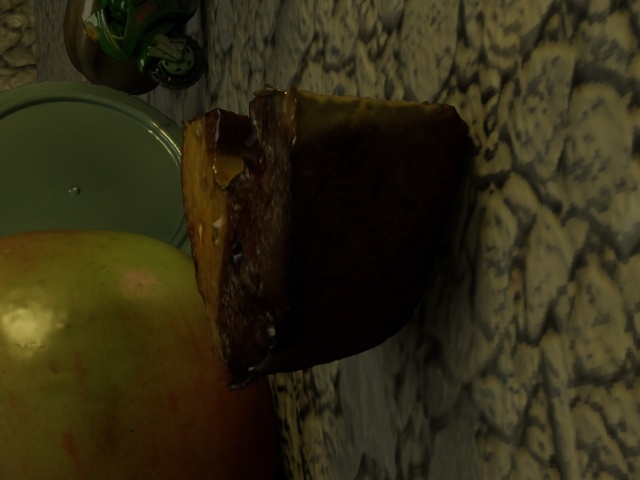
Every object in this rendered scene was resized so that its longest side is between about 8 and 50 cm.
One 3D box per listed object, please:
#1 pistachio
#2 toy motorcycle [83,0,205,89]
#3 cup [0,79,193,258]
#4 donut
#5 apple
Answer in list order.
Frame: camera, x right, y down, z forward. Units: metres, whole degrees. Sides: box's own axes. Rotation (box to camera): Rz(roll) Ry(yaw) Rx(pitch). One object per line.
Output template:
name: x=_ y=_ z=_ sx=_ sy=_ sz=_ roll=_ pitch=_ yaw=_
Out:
pistachio: x=-0.181 y=-0.218 z=1.790 sx=0.108 sy=0.126 sz=0.185 roll=29 pitch=128 yaw=24
toy motorcycle: x=-0.155 y=-0.221 z=1.648 sx=0.074 sy=0.106 sz=0.190 roll=139 pitch=127 yaw=-73
cup: x=-0.266 y=0.045 z=1.692 sx=0.311 sy=0.331 sz=0.257 roll=110 pitch=146 yaw=-52
donut: x=0.000 y=0.000 z=0.992 sx=0.295 sy=0.112 sz=0.151 roll=175 pitch=91 yaw=-79
apple: x=-0.181 y=0.147 z=1.372 sx=0.319 sy=0.319 sz=0.277 roll=111 pitch=149 yaw=-60
